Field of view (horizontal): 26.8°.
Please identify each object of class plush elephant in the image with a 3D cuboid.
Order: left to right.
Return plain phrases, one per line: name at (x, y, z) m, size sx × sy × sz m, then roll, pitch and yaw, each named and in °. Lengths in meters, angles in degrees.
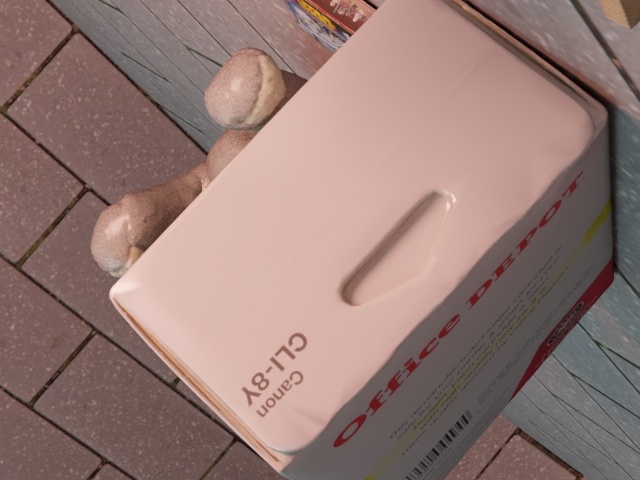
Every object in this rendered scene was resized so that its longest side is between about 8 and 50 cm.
plush elephant at (0.000, 0.000, 1.249) m, size 0.255 × 0.272 × 0.330 m, roll 53°, pitch -153°, yaw 15°

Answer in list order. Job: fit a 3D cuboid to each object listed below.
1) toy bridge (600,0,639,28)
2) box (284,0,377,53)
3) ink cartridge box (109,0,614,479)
toy bridge at (0.074, -0.154, 0.604) m, size 0.188 × 0.026 × 0.063 m, roll 37°, pitch 172°, yaw 39°
box at (0.030, -0.149, 0.985) m, size 0.137 × 0.027 × 0.094 m, roll 39°, pitch 176°, yaw 19°
ink cartridge box at (0.057, 0.033, 0.932) m, size 0.160 × 0.279 × 0.384 m, roll 41°, pitch 175°, yaw 20°
